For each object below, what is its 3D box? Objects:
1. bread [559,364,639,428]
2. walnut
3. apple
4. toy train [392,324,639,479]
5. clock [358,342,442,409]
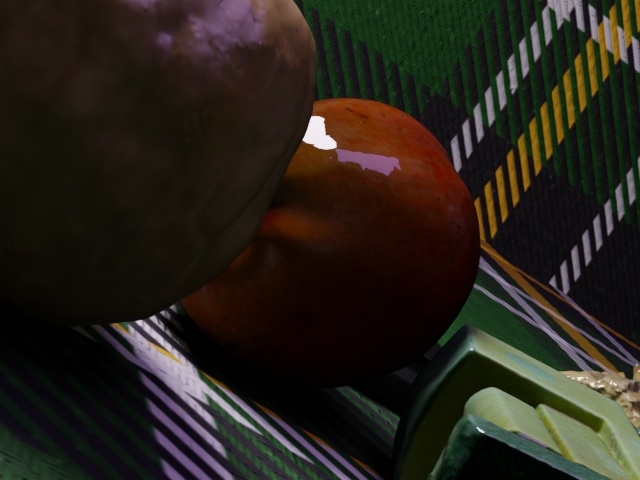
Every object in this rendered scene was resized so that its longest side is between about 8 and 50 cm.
[{"bbox_3d":[0.272,0.180,1.445,0.251,0.133,0.174,40,11,30],"label":"bread"},{"bbox_3d":[-0.148,-0.096,0.906,0.296,0.285,0.285,46,12,26],"label":"walnut"},{"bbox_3d":[0.002,-0.001,1.122,0.234,0.234,0.234,34,8,-5],"label":"apple"},{"bbox_3d":[0.171,0.183,0.975,0.253,0.160,0.397,28,8,-2],"label":"toy train"},{"bbox_3d":[0.024,0.068,1.397,0.279,0.049,0.273,32,8,-20],"label":"clock"}]
